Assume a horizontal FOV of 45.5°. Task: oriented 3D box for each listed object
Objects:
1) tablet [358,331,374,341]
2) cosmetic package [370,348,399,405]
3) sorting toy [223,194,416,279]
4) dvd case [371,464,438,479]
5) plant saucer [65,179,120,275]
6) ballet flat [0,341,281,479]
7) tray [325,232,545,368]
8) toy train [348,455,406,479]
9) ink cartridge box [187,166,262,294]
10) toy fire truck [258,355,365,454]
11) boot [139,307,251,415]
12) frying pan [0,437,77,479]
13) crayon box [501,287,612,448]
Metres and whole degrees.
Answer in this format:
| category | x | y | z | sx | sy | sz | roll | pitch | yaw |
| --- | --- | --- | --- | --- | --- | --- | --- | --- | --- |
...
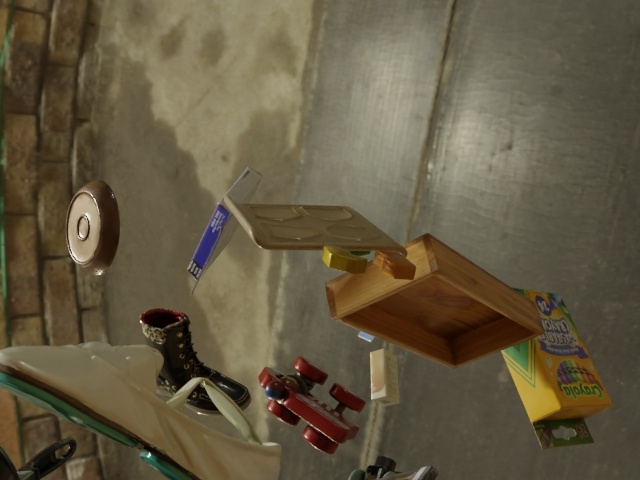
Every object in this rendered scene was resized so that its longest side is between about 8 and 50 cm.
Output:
| category | x | y | z | sx | sy | sz | roll | pitch | yaw |
| --- | --- | --- | --- | --- | --- | --- | --- | --- | --- |
| tablet | 0.113 | 0.168 | 1.563 | 0.083 | 0.006 | 0.054 | -55 | 26 | -11 |
| cosmetic package | 0.145 | 0.310 | 1.730 | 0.041 | 0.060 | 0.115 | -20 | 52 | 30 |
| sorting toy | 0.000 | 0.000 | 1.066 | 0.307 | 0.229 | 0.041 | -135 | 53 | -65 |
| dvd case | 0.040 | 0.360 | 0.960 | 0.018 | 0.164 | 0.221 | 49 | 144 | -1 |
| plant saucer | -0.401 | -0.022 | 1.325 | 0.168 | 0.029 | 0.168 | -3 | 86 | 47 |
| ballet flat | -0.199 | 0.204 | 0.915 | 0.139 | 0.400 | 0.139 | -36 | 30 | 24 |
| tray | 0.213 | 0.120 | 1.342 | 0.203 | 0.411 | 0.076 | -28 | 56 | 28 |
| toy train | 0.136 | 0.682 | 1.785 | 0.142 | 0.190 | 0.334 | -11 | 46 | 39 |
| ink cartridge box | -0.221 | -0.023 | 1.667 | 0.045 | 0.224 | 0.223 | 30 | 128 | -1 |
| toy fire truck | -0.035 | 0.417 | 1.964 | 0.302 | 0.254 | 0.169 | 33 | 86 | 19 |
| boot | -0.249 | 0.237 | 1.486 | 0.236 | 0.085 | 0.179 | 13 | 124 | 20 |
| frying pan | -0.345 | 0.301 | 0.821 | 0.053 | 0.326 | 0.197 | -6 | 70 | 15 |
| crayon box | 0.483 | 0.261 | 1.595 | 0.083 | 0.203 | 0.323 | -40 | 55 | 37 |
